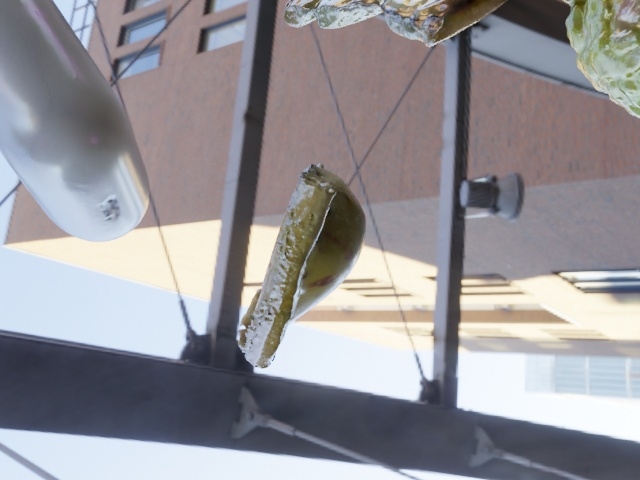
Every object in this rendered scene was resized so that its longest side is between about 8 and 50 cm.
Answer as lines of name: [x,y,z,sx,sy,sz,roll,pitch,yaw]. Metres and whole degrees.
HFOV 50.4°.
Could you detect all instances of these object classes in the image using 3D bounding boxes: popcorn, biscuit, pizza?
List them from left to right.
pizza: [0.001,-0.002,0.616,0.204,0.081,0.188,113,180,-48]
biscuit: [0.086,-0.280,0.745,0.154,0.299,0.045,-47,-50,-12]
popcorn: [0.393,-0.249,0.743,0.259,0.212,0.259,4,-104,-17]

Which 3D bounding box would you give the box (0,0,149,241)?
box: [-0.338,-0.173,0.822,0.141,0.288,0.349,-33,-105,-14]
